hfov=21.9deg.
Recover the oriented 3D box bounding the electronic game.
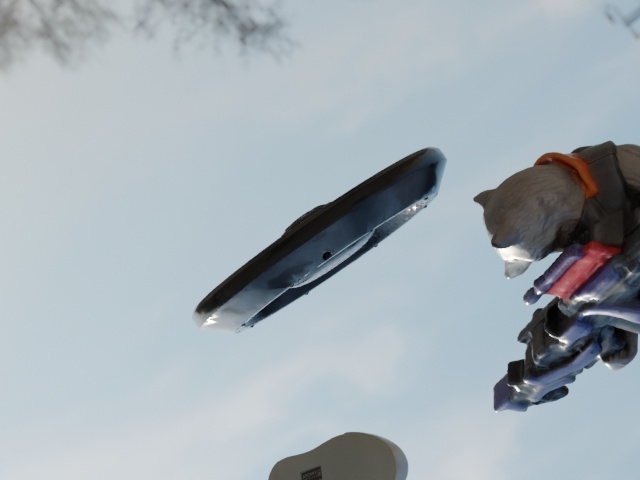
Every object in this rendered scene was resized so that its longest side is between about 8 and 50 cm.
[{"bbox_3d":[0.000,0.000,1.259,0.229,0.048,0.229,-35,175,-4],"label":"electronic game"}]

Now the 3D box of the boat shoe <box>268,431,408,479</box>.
[{"bbox_3d":[0.031,0.245,1.744,0.219,0.070,0.077,-19,-109,52],"label":"boat shoe"}]

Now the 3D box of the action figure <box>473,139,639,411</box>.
[{"bbox_3d":[0.263,0.013,1.357,0.341,0.330,0.178,-45,-137,48],"label":"action figure"}]
